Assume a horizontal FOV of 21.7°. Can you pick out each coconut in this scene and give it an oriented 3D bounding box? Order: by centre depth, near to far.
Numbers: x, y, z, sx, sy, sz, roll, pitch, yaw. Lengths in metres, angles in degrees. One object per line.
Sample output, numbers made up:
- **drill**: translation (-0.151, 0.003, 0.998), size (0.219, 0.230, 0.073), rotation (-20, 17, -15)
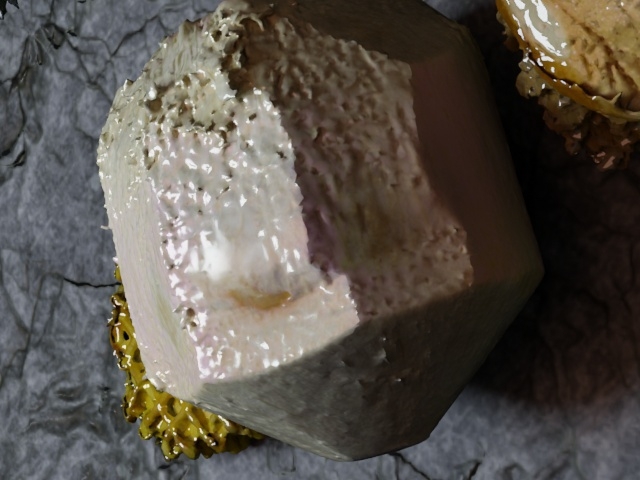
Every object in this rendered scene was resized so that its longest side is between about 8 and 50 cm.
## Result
- **coconut**: translation (0.000, 0.000, 1.159), size (0.297, 0.297, 0.309), rotation (-25, 75, 36)

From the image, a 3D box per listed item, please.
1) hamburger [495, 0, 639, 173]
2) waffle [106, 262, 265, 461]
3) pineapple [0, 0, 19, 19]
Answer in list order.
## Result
- **hamburger**: translation (0.233, -0.172, 1.059), size (0.243, 0.146, 0.286), rotation (26, 101, 27)
- **waffle**: translation (-0.098, 0.082, 1.373), size (0.197, 0.070, 0.193), rotation (-16, 83, 40)
- **pineapple**: translation (-0.376, -0.347, 1.486), size (0.202, 0.202, 0.362), rotation (-44, 68, 30)
